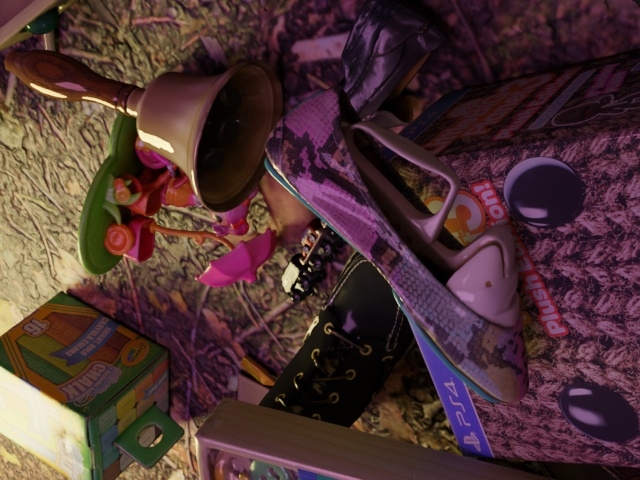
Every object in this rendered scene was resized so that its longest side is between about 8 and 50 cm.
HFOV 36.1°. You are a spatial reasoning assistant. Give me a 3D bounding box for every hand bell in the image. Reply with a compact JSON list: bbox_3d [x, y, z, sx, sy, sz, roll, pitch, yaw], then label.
[{"bbox_3d":[-0.166,-0.118,0.821,0.242,0.126,0.126,20,130,23],"label":"hand bell"}]

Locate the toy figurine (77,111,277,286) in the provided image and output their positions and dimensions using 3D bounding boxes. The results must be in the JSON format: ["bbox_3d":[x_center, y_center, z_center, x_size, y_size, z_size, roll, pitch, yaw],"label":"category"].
[{"bbox_3d":[-0.114,-0.028,0.889,0.159,0.130,0.173,17,105,11],"label":"toy figurine"}]

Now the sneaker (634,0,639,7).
[{"bbox_3d":[0.148,-0.234,0.504,0.182,0.127,0.315,-20,107,42],"label":"sneaker"}]

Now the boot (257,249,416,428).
[{"bbox_3d":[0.000,0.122,0.829,0.085,0.178,0.236,34,135,14],"label":"boot"}]

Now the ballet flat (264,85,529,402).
[{"bbox_3d":[0.062,-0.001,0.576,0.221,0.077,0.079,47,117,2],"label":"ballet flat"}]

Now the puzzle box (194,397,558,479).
[{"bbox_3d":[0.048,0.328,0.784,0.272,0.052,0.408,9,121,22],"label":"puzzle box"}]

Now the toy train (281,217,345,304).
[{"bbox_3d":[0.000,0.000,0.857,0.036,0.027,0.158,48,138,16],"label":"toy train"}]

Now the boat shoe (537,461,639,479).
[{"bbox_3d":[0.255,0.222,0.779,0.207,0.073,0.073,36,136,15],"label":"boat shoe"}]

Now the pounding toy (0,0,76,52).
[{"bbox_3d":[-0.265,-0.230,0.868,0.130,0.100,0.141,-27,104,31],"label":"pounding toy"}]

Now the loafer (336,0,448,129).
[{"bbox_3d":[0.039,-0.101,0.732,0.061,0.062,0.170,31,135,11],"label":"loafer"}]

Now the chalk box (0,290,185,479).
[{"bbox_3d":[-0.255,0.179,1.105,0.213,0.132,0.132,24,131,22],"label":"chalk box"}]

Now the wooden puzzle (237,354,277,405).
[{"bbox_3d":[-0.059,0.175,1.035,0.079,0.014,0.116,31,134,23],"label":"wooden puzzle"}]

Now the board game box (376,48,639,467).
[{"bbox_3d":[0.205,0.011,0.620,0.291,0.141,0.232,-7,114,41],"label":"board game box"}]
